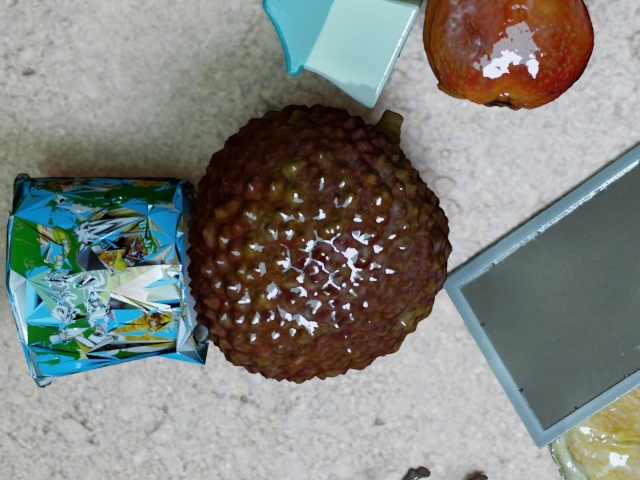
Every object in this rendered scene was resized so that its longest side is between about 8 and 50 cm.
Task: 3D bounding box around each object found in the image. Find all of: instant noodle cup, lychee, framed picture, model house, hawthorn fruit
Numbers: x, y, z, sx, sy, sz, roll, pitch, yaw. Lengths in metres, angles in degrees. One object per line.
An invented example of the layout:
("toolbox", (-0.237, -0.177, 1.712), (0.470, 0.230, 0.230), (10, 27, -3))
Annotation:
("instant noodle cup", (-0.216, 0.032, 1.901), (0.178, 0.240, 0.240), (-6, 109, 4))
("lychee", (0.000, 0.000, 1.815), (0.276, 0.276, 0.304), (34, 84, -4))
("framed picture", (0.282, 0.059, 1.877), (0.274, 0.017, 0.217), (-34, 72, 20))
("model house", (0.017, -0.224, 1.821), (0.149, 0.100, 0.127), (25, 112, -2))
("hawthorn fruit", (0.181, -0.213, 1.776), (0.173, 0.173, 0.179), (-25, 78, 17))

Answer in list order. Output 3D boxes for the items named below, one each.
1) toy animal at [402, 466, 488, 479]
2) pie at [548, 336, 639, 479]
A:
("toy animal", (0.156, 0.351, 2.025), (0.214, 0.094, 0.186), (6, 107, 15))
("pie", (0.409, 0.212, 1.924), (0.340, 0.083, 0.339), (3, 107, 9))
